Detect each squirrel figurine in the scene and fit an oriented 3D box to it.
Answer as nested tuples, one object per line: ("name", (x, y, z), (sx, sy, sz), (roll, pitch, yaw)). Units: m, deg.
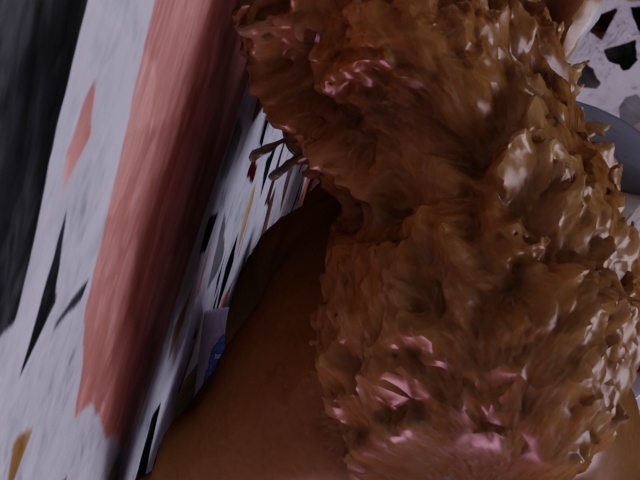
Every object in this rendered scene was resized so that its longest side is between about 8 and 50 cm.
("squirrel figurine", (0.067, -0.020, 1.056), (0.397, 0.281, 0.370), (106, -5, -62))

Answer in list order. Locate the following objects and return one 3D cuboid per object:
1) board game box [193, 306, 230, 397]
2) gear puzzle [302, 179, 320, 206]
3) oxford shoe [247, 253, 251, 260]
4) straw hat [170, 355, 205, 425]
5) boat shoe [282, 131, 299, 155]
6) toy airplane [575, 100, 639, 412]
("board game box", (0.050, 0.228, 1.287), (0.066, 0.318, 0.318), (-10, -111, 54))
("gear puzzle", (0.000, 0.000, 1.982), (0.175, 0.044, 0.339), (102, 5, -58))
("oxford shoe", (-0.037, 0.049, 1.438), (0.227, 0.082, 0.096), (-43, 126, -79))
("straw hat", (-0.062, 0.130, 1.305), (0.061, 0.144, 0.144), (-5, -120, 47))
("boat shoe", (0.010, -0.108, 1.366), (0.178, 0.064, 0.060), (-74, 177, -49))
("toy airplane", (0.150, 0.012, 1.688), (0.386, 0.384, 0.272), (-91, 167, -66))
